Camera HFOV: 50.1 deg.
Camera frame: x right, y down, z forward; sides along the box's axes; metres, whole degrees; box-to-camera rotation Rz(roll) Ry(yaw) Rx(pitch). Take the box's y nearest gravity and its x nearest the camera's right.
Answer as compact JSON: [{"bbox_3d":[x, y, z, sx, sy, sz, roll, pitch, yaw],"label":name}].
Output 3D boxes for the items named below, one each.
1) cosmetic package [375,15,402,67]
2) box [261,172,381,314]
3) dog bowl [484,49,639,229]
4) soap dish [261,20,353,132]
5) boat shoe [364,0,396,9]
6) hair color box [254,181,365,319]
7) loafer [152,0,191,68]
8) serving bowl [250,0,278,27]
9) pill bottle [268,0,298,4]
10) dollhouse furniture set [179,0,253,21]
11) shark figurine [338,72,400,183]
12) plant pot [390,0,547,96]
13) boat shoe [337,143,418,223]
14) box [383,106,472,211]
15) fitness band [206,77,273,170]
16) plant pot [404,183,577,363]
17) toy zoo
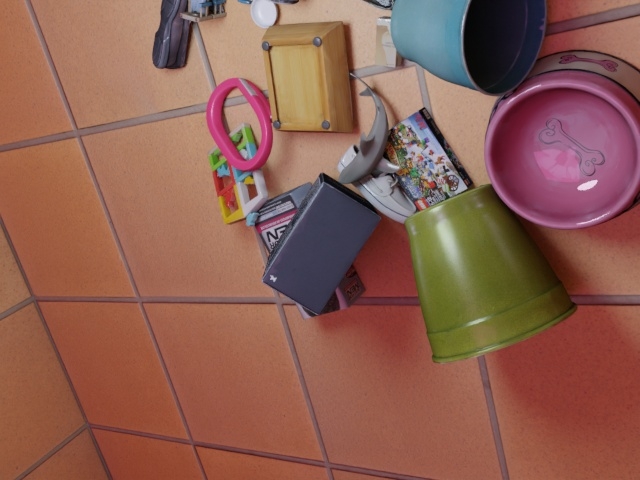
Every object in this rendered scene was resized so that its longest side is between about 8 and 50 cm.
[{"bbox_3d":[0.170,-0.490,1.689,0.060,0.041,0.115,13,120,27],"label":"cosmetic package"},{"bbox_3d":[0.000,0.000,1.795,0.182,0.294,0.296,31,99,-5],"label":"box"},{"bbox_3d":[0.548,-0.204,1.519,0.408,0.150,0.408,14,120,26],"label":"dog bowl"},{"bbox_3d":[-0.037,-0.421,1.810,0.228,0.118,0.291,7,116,30],"label":"soap dish"},{"bbox_3d":[0.101,-0.623,1.647,0.219,0.070,0.078,34,127,14],"label":"boat shoe"},{"bbox_3d":[-0.041,0.035,2.046,0.185,0.113,0.374,-20,102,39],"label":"hair color box"},{"bbox_3d":[-0.409,-0.637,1.978,0.109,0.095,0.303,54,132,39],"label":"loafer"},{"bbox_3d":[-0.146,-0.616,1.840,0.083,0.027,0.083,15,121,26],"label":"serving bowl"},{"bbox_3d":[-0.087,-0.721,1.683,0.130,0.130,0.246,29,125,18],"label":"pill bottle"},{"bbox_3d":[-0.266,-0.652,1.834,0.183,0.129,0.129,21,123,23],"label":"dollhouse furniture set"},{"bbox_3d":[0.122,-0.272,1.730,0.166,0.116,0.278,14,98,33],"label":"shark figurine"},{"bbox_3d":[0.301,-0.467,1.479,0.255,0.271,0.272,26,128,47],"label":"plant pot"},{"bbox_3d":[0.167,-0.154,1.833,0.267,0.096,0.088,45,130,14],"label":"boat shoe"},{"bbox_3d":[0.264,-0.203,1.771,0.159,0.044,0.233,-31,94,39],"label":"box"},{"bbox_3d":[-0.227,-0.336,1.962,0.209,0.054,0.291,-49,62,34],"label":"fitness band"},{"bbox_3d":[0.376,0.063,1.664,0.366,0.366,0.353,-24,86,39],"label":"plant pot"},{"bbox_3d":[-0.244,-0.177,2.041,0.192,0.030,0.293,-30,68,40],"label":"toy zoo"}]
